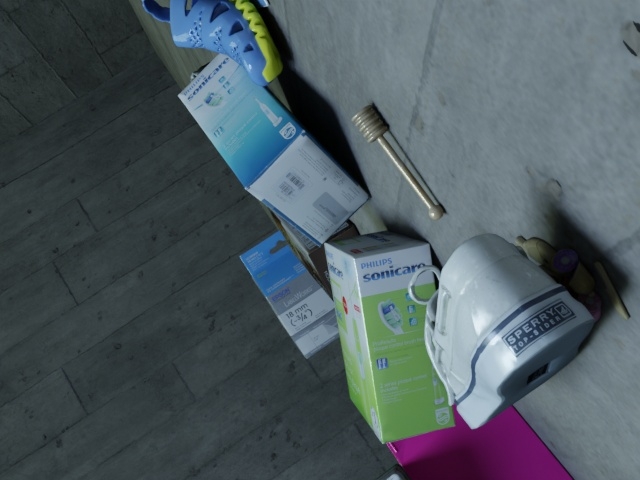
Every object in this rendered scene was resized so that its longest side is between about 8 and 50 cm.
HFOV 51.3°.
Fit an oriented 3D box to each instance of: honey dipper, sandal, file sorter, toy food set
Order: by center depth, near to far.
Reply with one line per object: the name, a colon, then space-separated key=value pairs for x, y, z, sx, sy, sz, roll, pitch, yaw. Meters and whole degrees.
toy food set: x=0.214 y=0.038 z=0.587 sx=0.078 sy=0.019 sz=0.122 roll=58 pitch=173 yaw=-12
honey dipper: x=0.095 y=-0.090 z=0.802 sx=0.160 sy=0.030 sz=0.030 roll=55 pitch=173 yaw=1
sandal: x=-0.175 y=-0.345 z=1.051 sx=0.317 sy=0.138 sz=0.126 roll=52 pitch=177 yaw=27
file sorter: x=0.275 y=0.399 z=1.115 sx=0.290 sy=0.202 sz=0.182 roll=53 pitch=175 yaw=31

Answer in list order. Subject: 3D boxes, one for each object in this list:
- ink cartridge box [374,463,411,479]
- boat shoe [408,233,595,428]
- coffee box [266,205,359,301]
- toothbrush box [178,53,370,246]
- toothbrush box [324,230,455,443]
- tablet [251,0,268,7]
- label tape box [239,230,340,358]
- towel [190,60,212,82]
ink cartridge box: x=0.140 y=0.483 z=1.060 sx=0.211 sy=0.121 sz=0.289 roll=53 pitch=177 yaw=18
boat shoe: x=0.158 y=0.085 z=0.672 sx=0.156 sy=0.136 sz=0.367 roll=56 pitch=180 yaw=24
coffee box: x=0.000 y=0.000 z=1.529 sx=0.168 sy=0.119 sz=0.297 roll=62 pitch=172 yaw=-33
toothbrush box: x=-0.081 y=-0.159 z=1.115 sx=0.216 sy=0.126 sz=0.295 roll=38 pitch=-169 yaw=-50
toothbrush box: x=0.103 y=0.139 z=1.050 sx=0.206 sy=0.122 sz=0.283 roll=-150 pitch=51 yaw=-77
tablet: x=-0.099 y=-0.367 z=0.976 sx=0.054 sy=0.006 sz=0.083 roll=59 pitch=174 yaw=-23
label tape box: x=-0.037 y=0.127 z=1.874 sx=0.333 sy=0.241 sz=0.106 roll=58 pitch=174 yaw=-16
towel: x=-0.187 y=-0.263 z=1.555 sx=0.324 sy=0.056 sz=0.312 roll=58 pitch=-170 yaw=-18
